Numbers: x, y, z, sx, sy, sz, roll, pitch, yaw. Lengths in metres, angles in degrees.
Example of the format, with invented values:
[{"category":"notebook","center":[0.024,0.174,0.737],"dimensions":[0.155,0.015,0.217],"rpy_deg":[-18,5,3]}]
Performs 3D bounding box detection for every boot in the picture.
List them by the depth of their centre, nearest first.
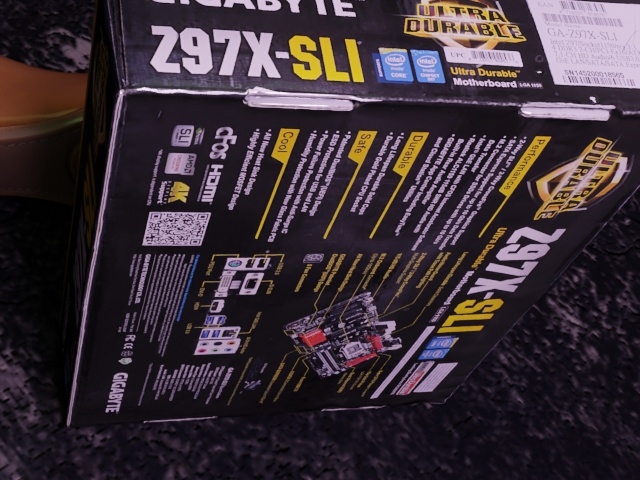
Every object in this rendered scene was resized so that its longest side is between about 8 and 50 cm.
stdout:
[{"category":"boot","center":[-0.234,-0.104,0.689],"dimensions":[0.283,0.109,0.220],"rpy_deg":[-35,68,-27]}]

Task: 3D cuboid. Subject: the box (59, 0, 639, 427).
[{"category":"box","center":[0.000,0.000,0.541],"dimensions":[0.257,0.322,0.079],"rpy_deg":[-2,59,-19]}]
